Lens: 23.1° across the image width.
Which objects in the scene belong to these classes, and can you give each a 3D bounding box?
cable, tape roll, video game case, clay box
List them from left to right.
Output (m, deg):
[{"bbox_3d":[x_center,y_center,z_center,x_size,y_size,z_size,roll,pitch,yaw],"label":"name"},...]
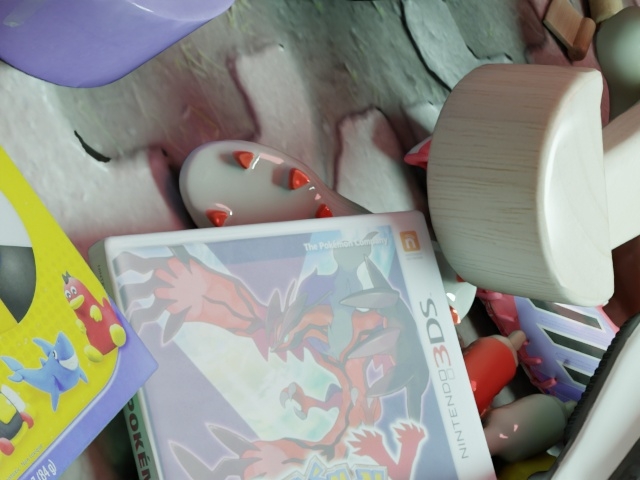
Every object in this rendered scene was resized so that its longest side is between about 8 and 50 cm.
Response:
[{"bbox_3d":[-0.172,0.003,0.643,0.222,0.053,0.127,56,33,-11],"label":"clay box"},{"bbox_3d":[-0.129,-0.180,0.811,0.189,0.080,0.189,32,44,-38],"label":"tape roll"},{"bbox_3d":[-0.005,0.079,0.776,0.201,0.023,0.183,-6,75,-37],"label":"video game case"},{"bbox_3d":[0.057,0.122,0.855,0.287,0.072,0.139,-25,89,-57],"label":"cable"}]

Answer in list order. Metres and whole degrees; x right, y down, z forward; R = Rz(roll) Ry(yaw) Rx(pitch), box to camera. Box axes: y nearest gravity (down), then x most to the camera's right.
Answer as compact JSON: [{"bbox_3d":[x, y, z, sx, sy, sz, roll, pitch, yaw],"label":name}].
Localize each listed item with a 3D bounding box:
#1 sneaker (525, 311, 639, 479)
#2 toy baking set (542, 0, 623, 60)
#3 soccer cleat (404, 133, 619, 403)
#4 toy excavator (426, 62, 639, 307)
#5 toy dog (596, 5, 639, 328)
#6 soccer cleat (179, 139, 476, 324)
[{"bbox_3d":[0.210,0.211,0.768,0.447,0.258,0.169,-50,148,-44],"label":"sneaker"},{"bbox_3d":[0.203,-0.276,1.383,0.197,0.030,0.256,34,42,-37],"label":"toy baking set"},{"bbox_3d":[0.134,0.035,1.040,0.095,0.083,0.248,-19,87,-27],"label":"soccer cleat"},{"bbox_3d":[0.265,-0.167,0.960,0.433,0.222,0.445,10,88,-46],"label":"toy excavator"},{"bbox_3d":[0.341,-0.025,1.223,0.408,0.285,0.395,-14,97,-55],"label":"toy dog"},{"bbox_3d":[0.000,0.000,0.885,0.196,0.076,0.068,25,88,-25],"label":"soccer cleat"}]
